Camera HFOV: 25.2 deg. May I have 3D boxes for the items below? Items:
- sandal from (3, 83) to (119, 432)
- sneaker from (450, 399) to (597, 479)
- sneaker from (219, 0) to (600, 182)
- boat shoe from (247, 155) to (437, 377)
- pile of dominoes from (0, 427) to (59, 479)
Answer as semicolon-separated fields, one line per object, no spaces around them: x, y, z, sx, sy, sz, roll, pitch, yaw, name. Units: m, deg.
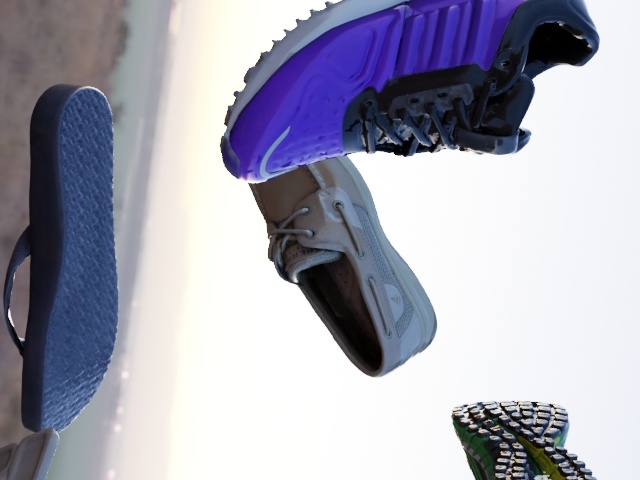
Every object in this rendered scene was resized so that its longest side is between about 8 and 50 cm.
-0.191;0.014;1.043;0.097;0.054;0.254;-10;106;-66;sandal
0.218;0.278;1.596;0.343;0.134;0.146;-93;-178;-72;sneaker
0.074;-0.107;1.004;0.146;0.293;0.102;51;-15;21;sneaker
0.000;0.000;1.445;0.109;0.302;0.098;-36;176;39;boat shoe
-0.257;0.243;0.879;0.040;0.196;0.251;54;25;-28;pile of dominoes
